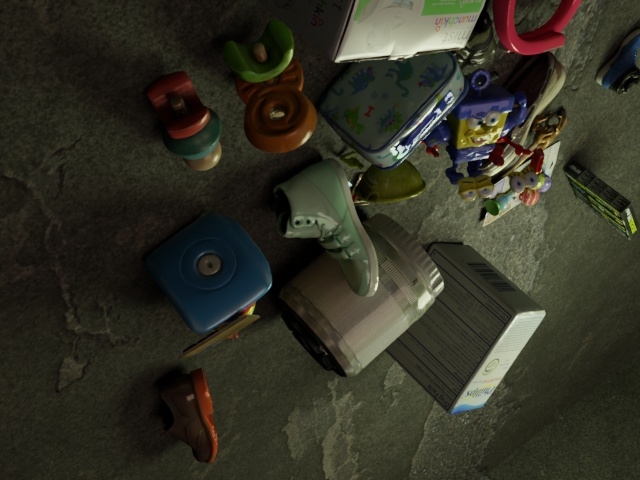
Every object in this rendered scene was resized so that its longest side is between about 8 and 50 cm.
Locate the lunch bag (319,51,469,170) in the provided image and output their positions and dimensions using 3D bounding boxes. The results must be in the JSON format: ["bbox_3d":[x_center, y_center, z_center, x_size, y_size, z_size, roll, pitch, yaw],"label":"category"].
[{"bbox_3d":[0.121,-0.234,1.594,0.219,0.176,0.090,-48,148,1],"label":"lunch bag"}]

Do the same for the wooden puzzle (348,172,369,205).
[{"bbox_3d":[0.086,-0.097,1.856,0.116,0.014,0.079,-15,136,-39],"label":"wooden puzzle"}]

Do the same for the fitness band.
[{"bbox_3d":[0.401,-0.448,1.764,0.291,0.054,0.209,-22,127,-44],"label":"fitness band"}]

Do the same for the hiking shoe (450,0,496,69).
[{"bbox_3d":[0.217,-0.334,1.701,0.227,0.086,0.114,-41,140,-25],"label":"hiking shoe"}]

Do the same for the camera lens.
[{"bbox_3d":[0.071,0.108,1.871,0.274,0.219,0.219,-41,148,-10],"label":"camera lens"}]

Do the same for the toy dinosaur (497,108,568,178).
[{"bbox_3d":[0.482,-0.216,2.142,0.211,0.064,0.112,-40,149,-10],"label":"toy dinosaur"}]

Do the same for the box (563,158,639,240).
[{"bbox_3d":[0.695,-0.099,2.400,0.045,0.191,0.184,-45,147,0],"label":"box"}]

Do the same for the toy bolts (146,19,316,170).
[{"bbox_3d":[-0.112,-0.166,1.398,0.228,0.218,0.158,-24,152,-3],"label":"toy bolts"}]

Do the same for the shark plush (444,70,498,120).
[{"bbox_3d":[0.259,-0.264,1.773,0.161,0.067,0.073,-23,165,27],"label":"shark plush"}]

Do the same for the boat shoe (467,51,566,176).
[{"bbox_3d":[0.381,-0.259,1.949,0.285,0.103,0.092,-52,143,1],"label":"boat shoe"}]

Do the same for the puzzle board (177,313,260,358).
[{"bbox_3d":[-0.163,0.152,1.566,0.128,0.011,0.096,-31,171,5],"label":"puzzle board"}]

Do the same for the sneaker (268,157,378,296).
[{"bbox_3d":[0.000,0.000,1.698,0.151,0.094,0.256,-24,97,-29],"label":"sneaker"}]

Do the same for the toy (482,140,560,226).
[{"bbox_3d":[0.480,-0.120,2.252,0.237,0.056,0.137,-29,145,-26],"label":"toy"}]

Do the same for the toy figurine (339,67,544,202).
[{"bbox_3d":[0.224,-0.207,1.677,0.362,0.191,0.217,-9,133,-17],"label":"toy figurine"}]

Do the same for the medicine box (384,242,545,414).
[{"bbox_3d":[0.310,0.196,2.204,0.149,0.263,0.289,2,124,-50],"label":"medicine box"}]

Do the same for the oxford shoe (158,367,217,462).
[{"bbox_3d":[-0.259,0.349,1.894,0.098,0.097,0.271,-14,135,-12],"label":"oxford shoe"}]

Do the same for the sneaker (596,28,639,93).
[{"bbox_3d":[0.695,-0.395,2.172,0.152,0.084,0.058,-49,148,4],"label":"sneaker"}]

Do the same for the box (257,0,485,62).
[{"bbox_3d":[0.057,-0.356,1.333,0.262,0.231,0.127,-14,136,-40],"label":"box"}]

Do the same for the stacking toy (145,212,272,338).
[{"bbox_3d":[-0.170,0.102,1.672,0.165,0.175,0.302,-34,157,-14],"label":"stacking toy"}]
